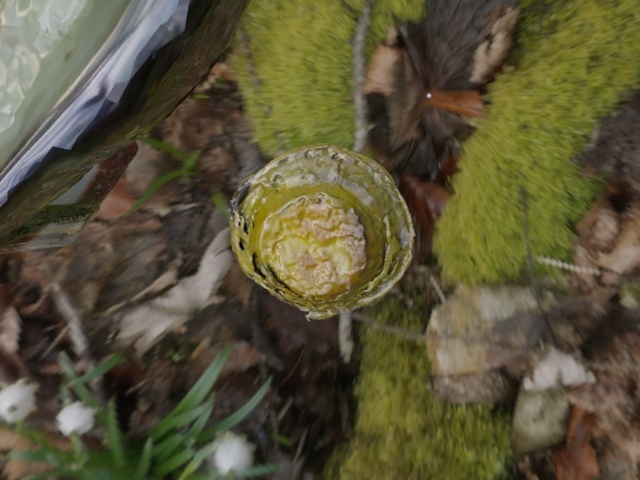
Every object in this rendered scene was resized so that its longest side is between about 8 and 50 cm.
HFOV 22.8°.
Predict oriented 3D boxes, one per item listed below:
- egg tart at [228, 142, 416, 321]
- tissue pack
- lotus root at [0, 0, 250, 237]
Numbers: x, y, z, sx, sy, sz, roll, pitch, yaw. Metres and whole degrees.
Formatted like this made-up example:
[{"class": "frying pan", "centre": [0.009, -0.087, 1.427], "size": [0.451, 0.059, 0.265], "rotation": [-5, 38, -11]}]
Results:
[{"class": "egg tart", "centre": [0.000, 0.000, 1.072], "size": [0.130, 0.052, 0.130], "rotation": [2, 112, 4]}, {"class": "tissue pack", "centre": [-0.214, -0.055, 1.125], "size": [0.099, 0.148, 0.106], "rotation": [44, 105, 11]}, {"class": "lotus root", "centre": [-0.089, -0.082, 0.402], "size": [0.203, 0.078, 0.183], "rotation": [-26, 74, 26]}]
